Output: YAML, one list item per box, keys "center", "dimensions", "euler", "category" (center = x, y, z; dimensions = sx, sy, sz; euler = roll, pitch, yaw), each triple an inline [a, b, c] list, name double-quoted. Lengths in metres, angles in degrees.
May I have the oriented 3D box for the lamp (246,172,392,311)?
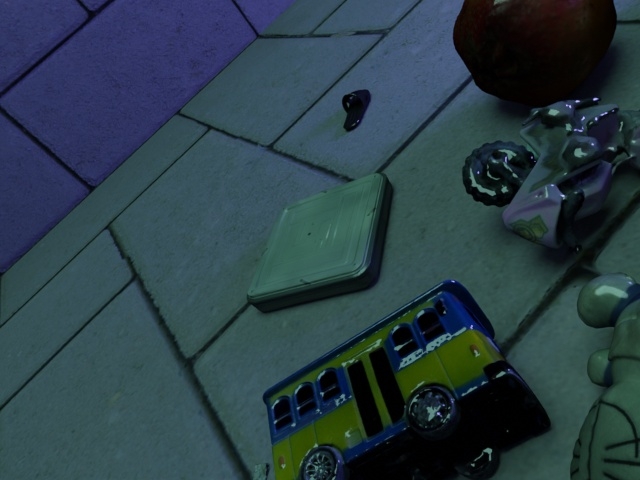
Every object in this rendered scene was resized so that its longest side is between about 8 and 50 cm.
- center: [0.000, 0.000, 1.025]
  dimensions: [0.269, 0.047, 0.266]
  euler: [-17, 38, 32]
  category: "lamp"

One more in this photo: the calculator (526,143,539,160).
- center: [0.392, -0.155, 0.834]
  dimensions: [0.153, 0.021, 0.095]
  euler: [10, 58, 54]
  category: "calculator"

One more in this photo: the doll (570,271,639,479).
- center: [0.286, 0.147, 0.445]
  dimensions: [0.228, 0.154, 0.258]
  euler: [95, -161, -74]
  category: "doll"

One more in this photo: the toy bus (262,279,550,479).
- center: [0.087, 0.197, 0.624]
  dimensions: [0.288, 0.138, 0.175]
  euler: [-34, 34, 11]
  category: "toy bus"

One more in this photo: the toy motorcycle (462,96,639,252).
- center: [0.358, -0.088, 0.699]
  dimensions: [0.327, 0.143, 0.188]
  euler: [-14, 48, 12]
  category: "toy motorcycle"

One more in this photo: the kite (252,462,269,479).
- center: [-0.110, 0.430, 0.666]
  dimensions: [0.335, 0.011, 0.314]
  euler: [-22, 37, 26]
  category: "kite"

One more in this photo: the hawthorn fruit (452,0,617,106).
- center: [0.375, -0.384, 0.908]
  dimensions: [0.300, 0.254, 0.254]
  euler: [-53, 34, -5]
  category: "hawthorn fruit"

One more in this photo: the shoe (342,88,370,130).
- center: [0.081, -0.337, 1.338]
  dimensions: [0.062, 0.053, 0.159]
  euler: [-18, 42, 36]
  category: "shoe"
